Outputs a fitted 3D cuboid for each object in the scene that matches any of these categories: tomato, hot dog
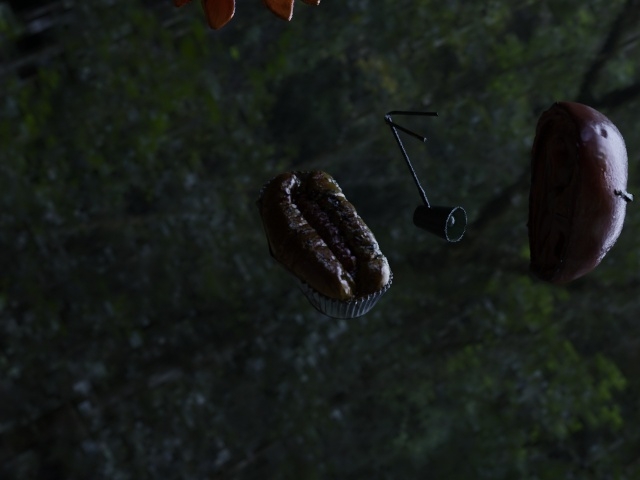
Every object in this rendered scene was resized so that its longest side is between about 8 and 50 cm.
[{"bbox_3d":[0.317,-0.053,1.960,0.228,0.101,0.228,-172,-90,-81],"label":"tomato"},{"bbox_3d":[0.000,0.000,2.191,0.075,0.144,0.268,104,-33,-41],"label":"hot dog"}]

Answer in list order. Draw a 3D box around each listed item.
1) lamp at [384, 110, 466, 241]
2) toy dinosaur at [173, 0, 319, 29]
[{"bbox_3d":[0.089,-0.055,1.416,0.054,0.041,0.121,15,-47,37],"label":"lamp"},{"bbox_3d":[-0.051,-0.214,1.196,0.070,0.288,0.117,-13,-91,63],"label":"toy dinosaur"}]
